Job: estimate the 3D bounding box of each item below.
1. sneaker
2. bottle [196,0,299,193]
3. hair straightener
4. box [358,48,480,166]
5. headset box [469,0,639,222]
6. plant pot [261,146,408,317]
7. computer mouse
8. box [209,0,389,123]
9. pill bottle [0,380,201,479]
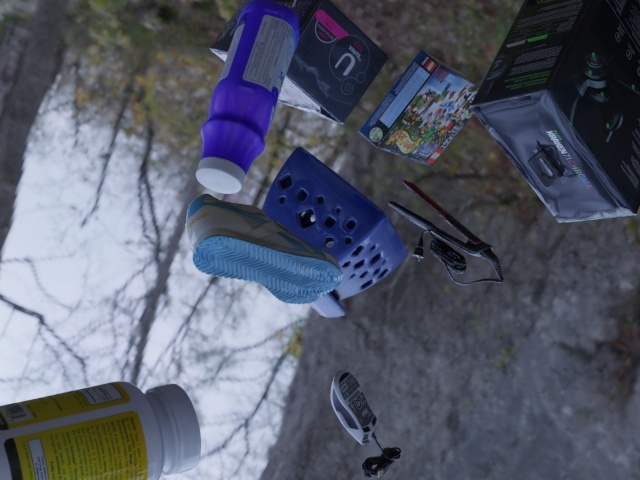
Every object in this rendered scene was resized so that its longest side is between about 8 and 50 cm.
[{"bbox_3d":[-0.063,0.009,1.338,0.228,0.087,0.092,24,-147,-39],"label":"sneaker"},{"bbox_3d":[-0.105,-0.203,1.554,0.092,0.283,0.118,16,154,-2],"label":"bottle"},{"bbox_3d":[0.183,0.004,1.663,0.230,0.089,0.047,41,-175,30],"label":"hair straightener"},{"bbox_3d":[0.171,-0.207,1.762,0.044,0.159,0.233,43,-164,23],"label":"box"},{"bbox_3d":[0.360,-0.195,1.508,0.131,0.283,0.246,-6,137,47],"label":"headset box"},{"bbox_3d":[0.000,0.000,2.085,0.236,0.212,0.236,40,176,24],"label":"plant pot"},{"bbox_3d":[0.066,0.313,1.886,0.106,0.042,0.193,-31,-86,-55],"label":"computer mouse"},{"bbox_3d":[-0.040,-0.315,1.826,0.165,0.143,0.270,37,176,-33],"label":"box"},{"bbox_3d":[-0.361,0.320,1.666,0.334,0.188,0.188,-9,-144,-32],"label":"pill bottle"}]
